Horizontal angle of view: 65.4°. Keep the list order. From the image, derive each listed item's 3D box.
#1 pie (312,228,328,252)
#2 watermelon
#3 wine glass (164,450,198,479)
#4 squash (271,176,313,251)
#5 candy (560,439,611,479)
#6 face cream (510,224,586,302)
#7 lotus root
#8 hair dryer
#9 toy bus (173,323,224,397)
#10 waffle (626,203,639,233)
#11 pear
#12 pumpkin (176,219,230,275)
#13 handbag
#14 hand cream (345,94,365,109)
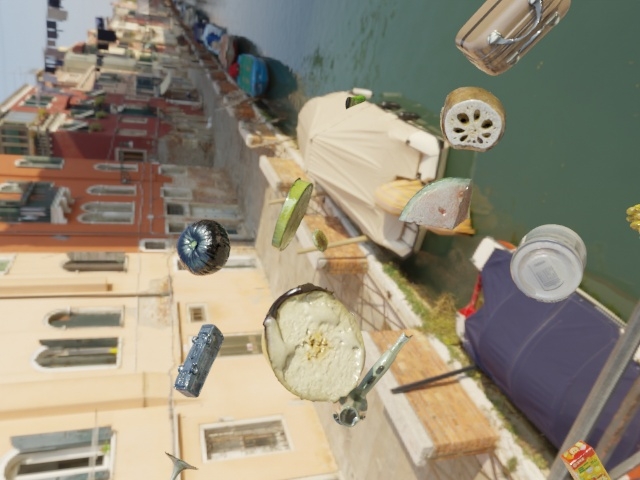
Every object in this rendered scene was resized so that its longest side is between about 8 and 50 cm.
[{"bbox_3d":[0.000,0.000,1.680,0.020,0.084,0.084,-25,60,28],"label":"pie"},{"bbox_3d":[0.420,-0.119,1.705,0.256,0.260,0.176,-26,90,26],"label":"watermelon"},{"bbox_3d":[-0.296,0.492,0.828,0.262,0.074,0.074,-63,3,-32],"label":"wine glass"},{"bbox_3d":[-0.078,-0.068,1.414,0.219,0.041,0.219,21,-90,-84],"label":"squash"},{"bbox_3d":[0.579,0.503,1.079,0.122,0.062,0.038,57,174,-9],"label":"candy"},{"bbox_3d":[0.612,0.058,1.338,0.177,0.153,0.177,11,112,28],"label":"face cream"},{"bbox_3d":[0.282,-0.224,0.928,0.081,0.122,0.112,-51,-31,-61],"label":"lotus root"},{"bbox_3d":[0.110,0.332,1.144,0.267,0.092,0.229,-54,-9,12],"label":"hair dryer"},{"bbox_3d":[-0.277,0.274,1.145,0.065,0.047,0.166,57,-141,-38],"label":"toy bus"},{"bbox_3d":[0.991,-0.066,1.329,0.259,0.293,0.069,-97,-5,-56],"label":"waffle"},{"bbox_3d":[-0.046,0.246,1.139,0.178,0.267,0.267,-30,60,51],"label":"pear"},{"bbox_3d":[-0.397,0.025,1.708,0.202,0.140,0.202,-7,75,26],"label":"pumpkin"},{"bbox_3d":[0.547,-0.610,1.402,0.302,0.149,0.283,-42,27,25],"label":"handbag"},{"bbox_3d":[0.097,-0.395,1.413,0.122,0.023,0.036,-38,-37,-57],"label":"hand cream"}]
